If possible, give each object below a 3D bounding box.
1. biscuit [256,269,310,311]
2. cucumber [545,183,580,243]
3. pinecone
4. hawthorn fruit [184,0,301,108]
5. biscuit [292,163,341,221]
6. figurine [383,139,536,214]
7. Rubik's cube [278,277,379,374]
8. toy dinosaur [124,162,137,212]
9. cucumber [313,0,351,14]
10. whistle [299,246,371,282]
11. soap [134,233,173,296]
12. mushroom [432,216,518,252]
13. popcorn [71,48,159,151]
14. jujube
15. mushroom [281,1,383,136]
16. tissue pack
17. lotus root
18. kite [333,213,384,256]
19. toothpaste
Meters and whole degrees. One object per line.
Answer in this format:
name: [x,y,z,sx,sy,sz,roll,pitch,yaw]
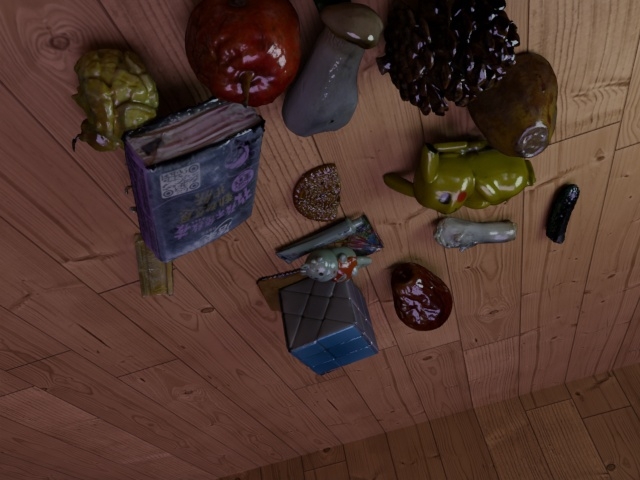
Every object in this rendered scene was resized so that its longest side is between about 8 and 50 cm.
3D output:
biscuit: [-0.067,0.163,1.712,0.232,0.013,0.237,-15,141,2]
cucumber: [0.716,-0.081,1.593,0.067,0.067,0.245,-14,140,2]
pinecone: [0.236,-0.351,0.994,0.273,0.224,0.224,-11,142,-9]
hawthorn fruit: [-0.127,-0.313,0.915,0.208,0.243,0.207,-6,143,-5]
biscuit: [-0.009,-0.111,1.376,0.126,0.025,0.206,-9,142,-4]
figurine: [0.346,-0.158,1.300,0.327,0.169,0.218,-11,166,-12]
Rubik's cube: [0.027,0.252,1.662,0.231,0.221,0.224,-24,141,13]
toy dinosaur: [-0.375,-0.124,1.250,0.142,0.057,0.212,-51,143,14]
cucumber: [0.006,-0.467,0.906,0.069,0.069,0.227,-17,138,6]
whistle: [0.046,0.070,1.533,0.253,0.105,0.102,-3,-176,-40]
soap: [-0.453,0.070,1.469,0.092,0.037,0.252,-2,140,-15]
mushroom: [0.454,-0.024,1.569,0.278,0.099,0.096,-1,154,-21]
popcorn: [-0.388,-0.255,0.997,0.168,0.173,0.195,46,150,-9]
jujube: [0.317,0.179,1.718,0.190,0.190,0.255,-26,133,17]
mushroom: [0.025,-0.317,1.014,0.159,0.122,0.328,-41,172,-30]
tissue pack: [-0.255,-0.115,1.113,0.259,0.122,0.361,-30,162,-24]
lotus root: [0.451,-0.279,1.177,0.188,0.180,0.199,17,134,-28]
kite: [0.109,0.002,1.562,0.183,0.014,0.241,5,139,-17]
toothpaste: [0.000,0.000,1.501,0.268,0.047,0.069,-26,174,20]
